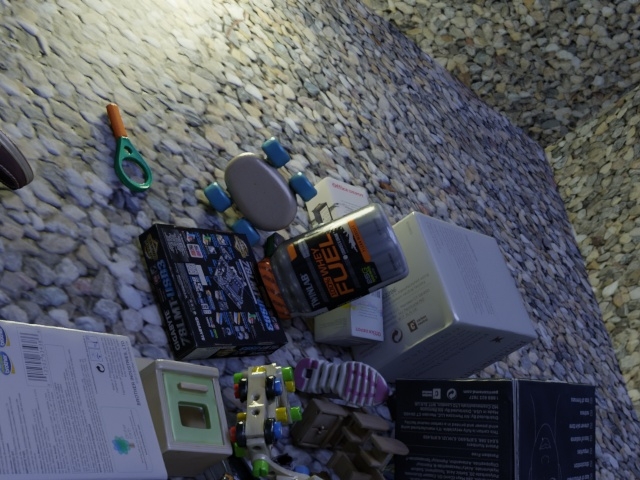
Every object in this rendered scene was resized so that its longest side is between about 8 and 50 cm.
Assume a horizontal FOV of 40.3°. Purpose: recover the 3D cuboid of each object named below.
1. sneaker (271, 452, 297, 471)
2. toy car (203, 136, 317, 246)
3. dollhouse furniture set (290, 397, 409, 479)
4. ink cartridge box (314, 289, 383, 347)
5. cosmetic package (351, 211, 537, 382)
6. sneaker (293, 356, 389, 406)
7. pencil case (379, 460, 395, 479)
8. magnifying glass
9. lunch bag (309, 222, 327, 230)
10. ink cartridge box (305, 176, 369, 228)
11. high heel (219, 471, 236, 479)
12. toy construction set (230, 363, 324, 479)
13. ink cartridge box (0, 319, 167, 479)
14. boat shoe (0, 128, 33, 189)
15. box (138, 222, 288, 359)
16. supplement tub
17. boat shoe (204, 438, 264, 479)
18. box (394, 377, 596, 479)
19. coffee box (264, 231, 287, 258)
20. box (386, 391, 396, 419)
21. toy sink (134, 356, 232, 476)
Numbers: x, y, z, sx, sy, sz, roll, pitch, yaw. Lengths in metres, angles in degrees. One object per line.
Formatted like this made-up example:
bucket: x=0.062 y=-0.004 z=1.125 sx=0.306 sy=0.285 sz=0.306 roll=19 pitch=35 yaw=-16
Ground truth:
sneaker: x=-0.067 y=0.460 z=1.800 sx=0.098 sy=0.069 sz=0.038 roll=11 pitch=52 yaw=-49
toy car: x=-0.146 y=-0.124 z=2.194 sx=0.210 sy=0.219 sz=0.238 roll=51 pitch=3 yaw=-5
dollhouse furniture set: x=0.072 y=0.460 z=1.859 sx=0.161 sy=0.212 sz=0.242 roll=21 pitch=17 yaw=-40
ink cartridge box: x=0.069 y=0.169 z=2.166 sx=0.128 sy=0.127 sz=0.176 roll=18 pitch=64 yaw=-46
cosmetic package: x=0.296 y=0.170 z=2.319 sx=0.394 sy=0.329 sz=0.327 roll=14 pitch=48 yaw=-46
sneaker: x=0.058 y=0.326 z=1.983 sx=0.104 sy=0.237 sz=0.095 roll=39 pitch=63 yaw=-53
pencil case: x=0.216 y=0.562 z=2.036 sx=0.119 sy=0.133 sz=0.306 roll=20 pitch=15 yaw=31
magnifying glass: x=-0.445 y=-0.212 z=1.994 sx=0.092 sy=0.026 sz=0.230 roll=4 pitch=56 yaw=-52
lunch bag: x=0.000 y=0.000 z=2.325 sx=0.053 sy=0.083 sz=0.071 roll=29 pitch=38 yaw=-34
ink cartridge box: x=0.068 y=-0.040 z=2.438 sx=0.172 sy=0.100 sz=0.237 roll=16 pitch=48 yaw=-45
high heel: x=-0.233 y=0.493 z=1.525 sx=0.261 sy=0.093 sz=0.186 roll=15 pitch=45 yaw=-38
toy construction set: x=-0.095 y=0.372 z=1.693 sx=0.327 sy=0.151 sz=0.215 roll=-114 pitch=-170 yaw=-48
ink cartridge box: x=-0.450 y=0.264 z=1.291 sx=0.396 sy=0.151 sz=0.269 roll=18 pitch=41 yaw=-49
boat shoe: x=-0.687 y=-0.194 z=1.591 sx=0.342 sy=0.123 sz=0.123 roll=45 pitch=62 yaw=-24
box: x=-0.232 y=0.112 z=1.915 sx=0.293 sy=0.073 sz=0.295 roll=7 pitch=55 yaw=-54
supplement tub: x=0.028 y=0.056 z=2.015 sx=0.193 sy=0.316 sz=0.193 roll=-24 pitch=90 yaw=-89
boat shoe: x=-0.145 y=0.479 z=1.666 sx=0.227 sy=0.081 sz=0.079 roll=56 pitch=31 yaw=4
box: x=0.399 y=0.546 z=1.932 sx=0.480 sy=0.298 sz=0.471 roll=16 pitch=71 yaw=-53
coffee box: x=-0.061 y=0.068 z=2.218 sx=0.184 sy=0.040 sz=0.113 roll=36 pitch=36 yaw=-28
box: x=0.218 y=0.422 z=2.235 sx=0.083 sy=0.052 sz=0.062 roll=14 pitch=48 yaw=-46
toy sink: x=-0.274 y=0.303 z=1.617 sx=0.153 sy=0.131 sz=0.234 roll=19 pitch=45 yaw=-44
